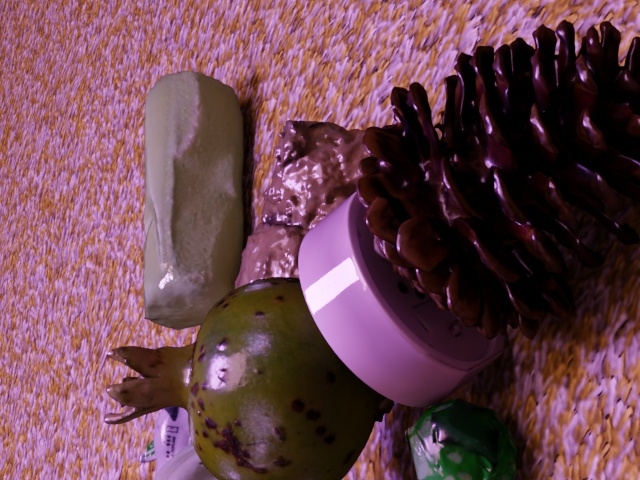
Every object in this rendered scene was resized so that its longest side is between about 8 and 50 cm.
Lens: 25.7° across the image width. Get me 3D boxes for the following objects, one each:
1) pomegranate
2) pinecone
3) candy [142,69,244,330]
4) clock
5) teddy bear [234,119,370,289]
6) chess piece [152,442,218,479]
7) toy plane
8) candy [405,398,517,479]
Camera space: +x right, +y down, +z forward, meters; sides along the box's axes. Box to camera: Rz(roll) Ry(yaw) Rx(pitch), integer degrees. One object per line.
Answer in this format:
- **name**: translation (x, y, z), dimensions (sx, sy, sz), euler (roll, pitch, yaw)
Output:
- **pomegranate**: translation (-0.063, 0.130, 1.279), dimensions (0.211, 0.263, 0.211), euler (-172, 90, -87)
- **pinecone**: translation (0.174, -0.055, 1.143), dimensions (0.292, 0.246, 0.246), euler (-33, 45, 27)
- **candy**: translation (-0.172, -0.055, 1.800), dimensions (0.142, 0.132, 0.343), euler (-25, 52, 33)
- **clock**: translation (0.074, 0.048, 1.252), dimensions (0.068, 0.197, 0.196), euler (-38, 43, 31)
- **teddy bear**: translation (0.000, 0.000, 1.460), dimensions (0.267, 0.156, 0.256), euler (6, 81, 59)
- **chess piece**: translation (-0.042, 0.311, 1.362), dimensions (0.298, 0.176, 0.175), euler (17, 89, 55)
- **toy plane**: translation (-0.168, 0.258, 1.673), dimensions (0.174, 0.080, 0.174), euler (-38, 41, 44)
- **candy**: translation (0.164, 0.255, 1.133), dimensions (0.097, 0.097, 0.323), euler (-57, 40, 24)
